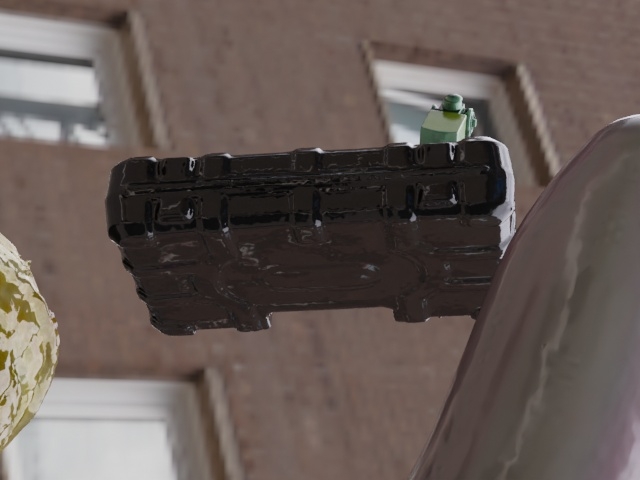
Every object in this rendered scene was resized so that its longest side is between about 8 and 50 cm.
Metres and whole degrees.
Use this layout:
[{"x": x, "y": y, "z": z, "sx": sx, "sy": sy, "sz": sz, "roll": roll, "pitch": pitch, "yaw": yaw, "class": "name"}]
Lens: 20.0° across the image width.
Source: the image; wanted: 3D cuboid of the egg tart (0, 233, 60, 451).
[{"x": -0.315, "y": 0.104, "z": 1.266, "sx": 0.115, "sy": 0.290, "sz": 0.290, "roll": 55, "pitch": -48, "yaw": 44, "class": "egg tart"}]

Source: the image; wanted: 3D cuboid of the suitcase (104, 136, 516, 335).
[{"x": 0.000, "y": 0.001, "z": 1.325, "sx": 0.206, "sy": 0.286, "sz": 0.066, "roll": 76, "pitch": 12, "yaw": -63, "class": "suitcase"}]

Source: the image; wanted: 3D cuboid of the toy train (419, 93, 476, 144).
[{"x": 0.120, "y": -0.077, "z": 1.737, "sx": 0.081, "sy": 0.050, "sz": 0.122, "roll": -61, "pitch": 156, "yaw": -58, "class": "toy train"}]

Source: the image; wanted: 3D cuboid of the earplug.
[{"x": 0.148, "y": 0.071, "z": 1.023, "sx": 0.172, "sy": 0.172, "sz": 0.301, "roll": 14, "pitch": -96, "yaw": 59, "class": "earplug"}]
